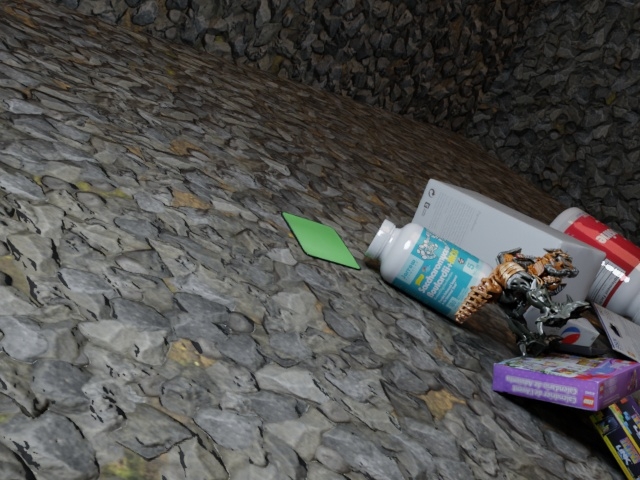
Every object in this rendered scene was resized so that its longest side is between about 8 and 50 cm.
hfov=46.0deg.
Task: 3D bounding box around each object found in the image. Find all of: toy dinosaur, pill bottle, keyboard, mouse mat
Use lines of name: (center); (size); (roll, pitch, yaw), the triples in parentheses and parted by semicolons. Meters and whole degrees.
toy dinosaur: (0.410, 0.116, 1.543); (0.218, 0.322, 0.164); (56, -12, 30)
pill bottle: (0.882, 0.095, 2.323); (0.408, 0.229, 0.229); (40, 23, 28)
keyboard: (0.508, 0.228, 1.619); (0.108, 0.023, 0.180); (12, -7, -42)
pill bottle: (0.233, 0.058, 1.651); (0.264, 0.146, 0.146); (29, 20, 3)
mouse mat: (0.000, 0.000, 1.681); (0.153, 0.007, 0.189); (17, 24, -30)

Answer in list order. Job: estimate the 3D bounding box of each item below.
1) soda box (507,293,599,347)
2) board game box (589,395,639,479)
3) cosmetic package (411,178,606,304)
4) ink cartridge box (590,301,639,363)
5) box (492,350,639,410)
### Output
soda box: (0.571, 0.206, 1.855); (0.216, 0.074, 0.069); (22, 20, -18)
board game box: (0.590, 0.383, 1.407); (0.141, 0.048, 0.170); (-1, 56, -52)
cosmetic package: (0.483, 0.000, 1.997); (0.230, 0.161, 0.453); (10, 16, -42)
ink cartridge box: (0.880, 0.318, 2.014); (0.330, 0.071, 0.324); (26, 20, 2)
box: (0.495, 0.269, 1.492); (0.201, 0.057, 0.293); (4, 2, 38)
